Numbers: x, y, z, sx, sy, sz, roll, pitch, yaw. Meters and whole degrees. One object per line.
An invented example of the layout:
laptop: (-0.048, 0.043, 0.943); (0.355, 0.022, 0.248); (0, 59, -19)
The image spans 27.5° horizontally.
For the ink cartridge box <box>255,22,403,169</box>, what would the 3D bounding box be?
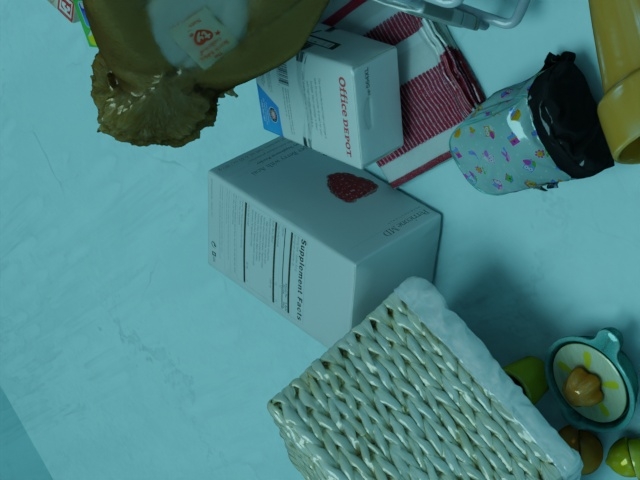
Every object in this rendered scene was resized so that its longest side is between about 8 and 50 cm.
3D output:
ink cartridge box: (0.009, -0.199, 1.731); (0.203, 0.086, 0.148); (26, 134, 41)

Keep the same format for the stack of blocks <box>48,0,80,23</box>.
stack of blocks: (-0.396, -0.515, 2.059); (0.171, 0.087, 0.297); (43, 141, 23)

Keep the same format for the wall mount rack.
wall mount rack: (0.073, -0.334, 1.454); (0.304, 0.350, 0.130); (26, 103, 22)

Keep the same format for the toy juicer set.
toy juicer set: (0.360, 0.207, 1.631); (0.209, 0.089, 0.329); (58, 144, 4)

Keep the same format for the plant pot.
plant pot: (0.354, -0.201, 1.292); (0.205, 0.205, 0.188); (-37, 68, 54)

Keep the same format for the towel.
towel: (0.080, -0.243, 1.713); (0.237, 0.037, 0.329); (-27, 92, 55)

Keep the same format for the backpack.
backpack: (0.240, -0.125, 1.530); (0.182, 0.115, 0.152); (-13, 106, 56)

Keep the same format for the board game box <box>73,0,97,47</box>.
board game box: (-0.246, -0.376, 1.928); (0.317, 0.046, 0.213); (10, 131, 33)

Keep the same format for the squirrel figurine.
squirrel figurine: (-0.185, -0.327, 1.625); (0.370, 0.281, 0.397); (-109, 32, -46)

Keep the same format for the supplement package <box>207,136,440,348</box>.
supplement package: (0.000, 0.000, 1.851); (0.293, 0.177, 0.175); (32, 135, 33)

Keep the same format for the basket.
basket: (0.131, 0.282, 1.711); (0.331, 0.266, 0.328); (50, 170, 22)
